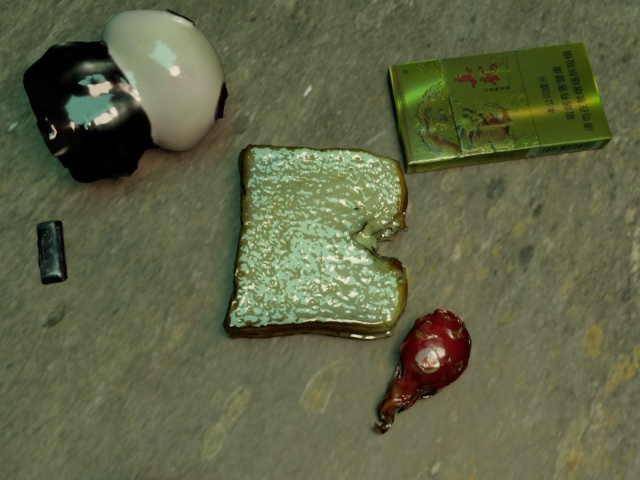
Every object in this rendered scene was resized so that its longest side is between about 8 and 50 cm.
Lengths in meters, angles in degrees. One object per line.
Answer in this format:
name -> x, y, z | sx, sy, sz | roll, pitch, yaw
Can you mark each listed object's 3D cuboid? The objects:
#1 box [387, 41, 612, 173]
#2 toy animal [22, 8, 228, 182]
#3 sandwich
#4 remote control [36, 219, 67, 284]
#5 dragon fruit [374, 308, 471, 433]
box -> 0.269, -0.204, 1.113 | 0.311, 0.043, 0.173 | -7, 71, -3
toy animal -> -0.270, -0.209, 1.035 | 0.266, 0.212, 0.213 | -27, 73, -14
sandwich -> 0.000, 0.000, 1.011 | 0.248, 0.095, 0.273 | 2, 71, 0
remote control -> -0.387, 0.015, 1.045 | 0.039, 0.014, 0.096 | -11, 70, -4
dragon fruit -> 0.133, 0.175, 0.956 | 0.094, 0.094, 0.190 | 33, 78, 11
